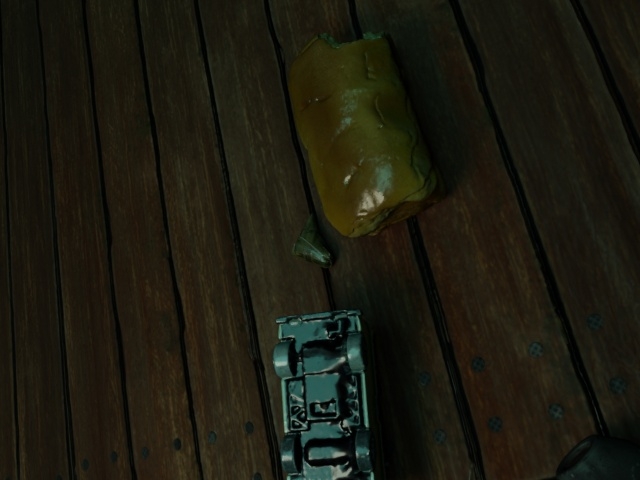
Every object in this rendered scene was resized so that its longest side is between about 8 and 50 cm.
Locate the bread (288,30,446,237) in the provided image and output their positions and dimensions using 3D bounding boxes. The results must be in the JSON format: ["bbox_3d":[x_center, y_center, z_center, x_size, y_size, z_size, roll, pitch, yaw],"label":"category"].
[{"bbox_3d":[0.060,-0.177,0.960,0.195,0.148,0.344,-27,67,23],"label":"bread"}]

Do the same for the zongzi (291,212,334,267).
[{"bbox_3d":[0.000,0.000,1.031,0.076,0.040,0.083,20,73,26],"label":"zongzi"}]

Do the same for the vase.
[{"bbox_3d":[0.365,0.315,0.703,0.183,0.120,0.120,44,103,16],"label":"vase"}]

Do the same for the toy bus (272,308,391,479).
[{"bbox_3d":[0.023,0.247,0.885,0.133,0.164,0.276,-8,76,15],"label":"toy bus"}]
